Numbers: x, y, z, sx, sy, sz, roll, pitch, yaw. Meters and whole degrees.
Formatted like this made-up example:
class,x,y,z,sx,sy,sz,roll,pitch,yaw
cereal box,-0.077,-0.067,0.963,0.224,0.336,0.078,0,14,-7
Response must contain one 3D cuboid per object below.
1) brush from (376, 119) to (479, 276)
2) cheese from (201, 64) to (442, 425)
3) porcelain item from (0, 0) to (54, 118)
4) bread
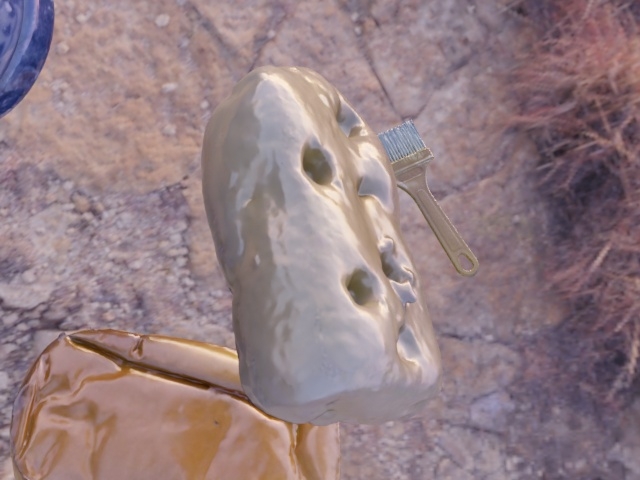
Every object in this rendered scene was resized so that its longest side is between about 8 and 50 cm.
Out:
class,x,y,z,sx,sy,sz,roll,pitch,yaw
brush,0.124,-0.044,1.222,0.083,0.011,0.205,-25,74,-23
cheese,0.001,-0.001,0.729,0.159,0.093,0.263,18,50,-53
porcelain item,-0.247,-0.142,0.641,0.114,0.147,0.147,4,72,-71
bread,-0.124,0.197,0.929,0.288,0.156,0.204,5,56,-3
